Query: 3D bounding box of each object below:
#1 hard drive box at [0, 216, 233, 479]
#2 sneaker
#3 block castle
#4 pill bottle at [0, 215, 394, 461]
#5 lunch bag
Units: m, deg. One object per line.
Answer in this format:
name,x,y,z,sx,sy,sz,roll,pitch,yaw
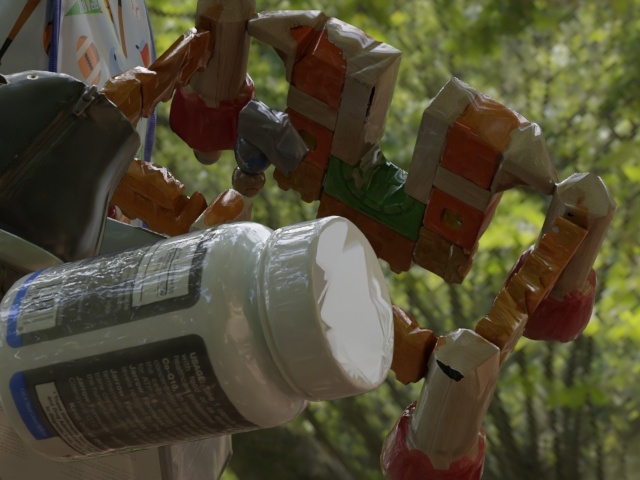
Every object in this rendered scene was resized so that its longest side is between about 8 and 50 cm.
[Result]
hard drive box,-0.155,0.080,0.935,0.232,0.181,0.089,93,-161,-54
sneaker,-0.204,-0.052,0.752,0.083,0.222,0.118,-45,20,52
block castle,0.000,0.000,1.333,0.303,0.453,0.213,-48,-20,-37
pill bottle,-0.047,0.036,0.577,0.137,0.078,0.078,-13,5,25
lunch bag,-0.312,-0.191,1.617,0.328,0.239,0.385,14,-98,-79
